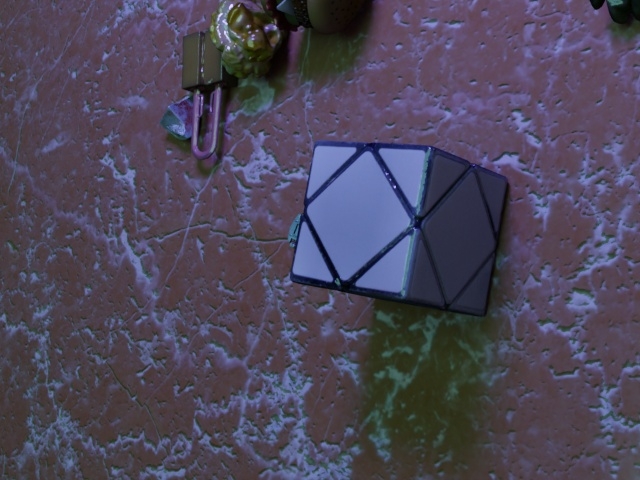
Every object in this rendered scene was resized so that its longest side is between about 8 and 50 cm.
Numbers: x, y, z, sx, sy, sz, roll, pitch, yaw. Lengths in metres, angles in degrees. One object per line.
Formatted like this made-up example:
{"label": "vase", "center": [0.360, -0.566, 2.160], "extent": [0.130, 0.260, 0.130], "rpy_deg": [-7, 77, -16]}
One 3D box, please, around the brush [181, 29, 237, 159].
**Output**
{"label": "brush", "center": [-0.198, -0.255, 1.827], "extent": [0.103, 0.047, 0.233], "rpy_deg": [-5, 79, 37]}

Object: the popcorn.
{"label": "popcorn", "center": [-0.125, -0.347, 1.740], "extent": [0.126, 0.126, 0.145], "rpy_deg": [-31, 43, 43]}

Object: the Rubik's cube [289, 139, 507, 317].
{"label": "Rubik's cube", "center": [0.110, -0.017, 1.421], "extent": [0.205, 0.205, 0.207], "rpy_deg": [7, 84, 40]}

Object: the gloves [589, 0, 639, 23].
{"label": "gloves", "center": [0.442, -0.392, 1.297], "extent": [0.268, 0.107, 0.135], "rpy_deg": [-49, 24, 24]}

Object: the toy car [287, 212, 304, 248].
{"label": "toy car", "center": [0.000, 0.000, 1.620], "extent": [0.122, 0.035, 0.059], "rpy_deg": [28, 99, 31]}

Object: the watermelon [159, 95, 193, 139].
{"label": "watermelon", "center": [-0.255, -0.219, 1.856], "extent": [0.085, 0.061, 0.085], "rpy_deg": [-17, 57, 28]}

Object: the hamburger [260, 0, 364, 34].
{"label": "hamburger", "center": [-0.001, -0.405, 1.629], "extent": [0.137, 0.175, 0.175], "rpy_deg": [21, 95, 27]}
